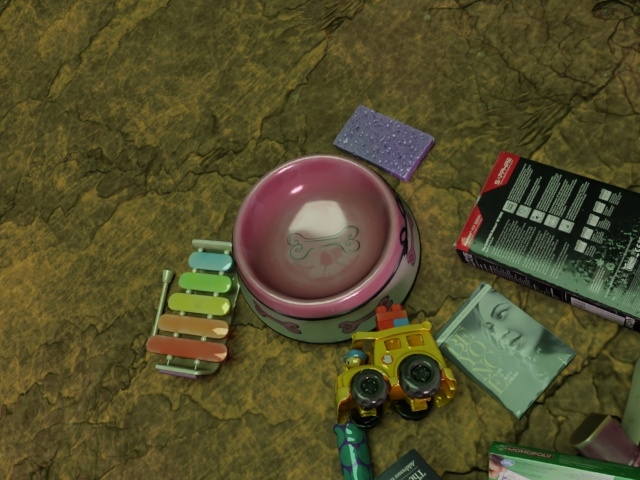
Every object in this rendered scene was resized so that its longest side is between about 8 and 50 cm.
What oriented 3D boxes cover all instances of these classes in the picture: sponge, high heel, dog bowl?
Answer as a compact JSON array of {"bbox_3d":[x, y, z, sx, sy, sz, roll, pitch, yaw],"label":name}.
[{"bbox_3d":[0.143,-0.224,1.539,0.210,0.031,0.117,30,81,28],"label":"sponge"},{"bbox_3d":[0.600,0.283,1.127,0.377,0.127,0.181,-41,89,-4],"label":"high heel"},{"bbox_3d":[0.000,0.000,1.398,0.408,0.150,0.407,-4,66,10],"label":"dog bowl"}]

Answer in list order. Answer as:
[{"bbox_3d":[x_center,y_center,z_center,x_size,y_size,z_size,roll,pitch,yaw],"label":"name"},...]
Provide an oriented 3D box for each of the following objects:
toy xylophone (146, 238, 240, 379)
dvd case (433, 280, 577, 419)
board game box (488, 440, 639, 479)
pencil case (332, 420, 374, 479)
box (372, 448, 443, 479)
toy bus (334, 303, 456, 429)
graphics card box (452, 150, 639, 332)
[{"bbox_3d":[-0.289,0.155,1.515,0.236,0.081,0.322,-4,67,20],"label":"toy xylophone"},{"bbox_3d":[0.344,0.204,1.285,0.164,0.018,0.221,-48,60,-3],"label":"dvd case"},{"bbox_3d":[0.426,0.453,1.070,0.317,0.046,0.213,5,104,22],"label":"board game box"},{"bbox_3d":[0.063,0.421,1.274,0.070,0.064,0.151,-37,52,44],"label":"pencil case"},{"bbox_3d":[0.119,0.568,1.040,0.343,0.179,0.312,-31,57,-25],"label":"box"},{"bbox_3d":[0.119,0.227,1.268,0.220,0.149,0.211,-10,57,-7],"label":"toy bus"},{"bbox_3d":[0.473,-0.007,1.282,0.371,0.094,0.232,22,77,29],"label":"graphics card box"}]
